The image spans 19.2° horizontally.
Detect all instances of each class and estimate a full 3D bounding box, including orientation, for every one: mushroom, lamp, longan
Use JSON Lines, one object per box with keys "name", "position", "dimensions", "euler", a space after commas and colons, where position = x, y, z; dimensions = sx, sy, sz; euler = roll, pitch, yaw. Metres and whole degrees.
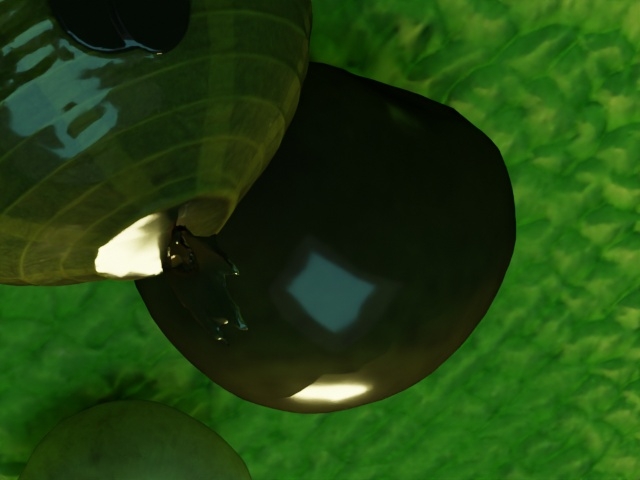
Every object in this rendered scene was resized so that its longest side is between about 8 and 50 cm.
{"name": "mushroom", "position": [-0.114, 0.170, 1.161], "dimensions": [0.154, 0.122, 0.154], "euler": [0, 97, 3]}
{"name": "lamp", "position": [-0.112, -0.075, 0.827], "dimensions": [0.250, 0.284, 0.250], "euler": [-28, 166, -8]}
{"name": "longan", "position": [0.000, 0.000, 1.002], "dimensions": [0.198, 0.198, 0.212], "euler": [-46, 149, 20]}
